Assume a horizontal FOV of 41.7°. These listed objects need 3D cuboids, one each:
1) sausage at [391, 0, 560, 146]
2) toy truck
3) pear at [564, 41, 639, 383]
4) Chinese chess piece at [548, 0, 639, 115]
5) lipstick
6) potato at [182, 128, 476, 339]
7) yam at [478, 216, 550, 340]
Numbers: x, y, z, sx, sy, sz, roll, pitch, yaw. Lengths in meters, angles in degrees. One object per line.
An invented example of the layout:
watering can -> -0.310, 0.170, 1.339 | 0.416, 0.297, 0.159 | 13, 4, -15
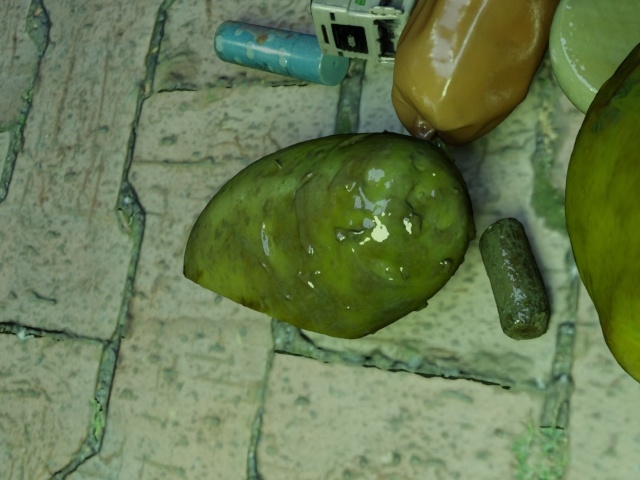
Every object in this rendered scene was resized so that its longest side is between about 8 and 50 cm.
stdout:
sausage -> 0.140, -0.190, 0.717 | 0.120, 0.136, 0.241 | 24, 92, 29
toy truck -> 0.070, -0.291, 0.802 | 0.125, 0.101, 0.242 | 12, 73, 12
pear -> 0.280, -0.035, 0.484 | 0.269, 0.269, 0.321 | 25, 63, 36
Chinese chess piece -> 0.252, -0.155, 0.653 | 0.144, 0.058, 0.144 | -2, 80, 13
lipstick -> -0.044, -0.199, 0.885 | 0.158, 0.048, 0.048 | 21, 86, 36
potato -> 0.000, 0.000, 0.736 | 0.298, 0.141, 0.176 | -14, 69, 42
yam -> 0.157, 0.032, 0.682 | 0.043, 0.043, 0.094 | -25, 60, 24
